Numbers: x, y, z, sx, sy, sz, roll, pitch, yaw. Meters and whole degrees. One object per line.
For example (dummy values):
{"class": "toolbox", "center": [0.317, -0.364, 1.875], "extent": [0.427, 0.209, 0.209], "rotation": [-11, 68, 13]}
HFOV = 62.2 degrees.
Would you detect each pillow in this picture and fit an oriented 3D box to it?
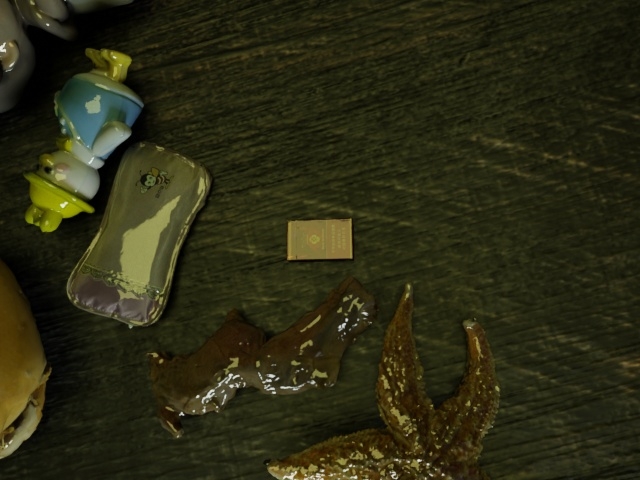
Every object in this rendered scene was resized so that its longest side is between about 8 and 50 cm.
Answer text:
{"class": "pillow", "center": [-0.227, -0.010, 0.674], "extent": [0.131, 0.038, 0.232], "rotation": [19, 82, 7]}

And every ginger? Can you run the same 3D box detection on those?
{"class": "ginger", "center": [-0.065, 0.132, 0.622], "extent": [0.290, 0.084, 0.122], "rotation": [-21, 56, 6]}

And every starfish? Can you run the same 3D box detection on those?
{"class": "starfish", "center": [0.091, 0.218, 0.554], "extent": [0.303, 0.060, 0.299], "rotation": [-27, 87, -18]}

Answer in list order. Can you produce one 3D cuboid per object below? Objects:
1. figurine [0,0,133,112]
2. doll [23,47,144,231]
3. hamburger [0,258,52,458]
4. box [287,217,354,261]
{"class": "figurine", "center": [-0.417, -0.290, 0.672], "extent": [0.381, 0.203, 0.248], "rotation": [-29, 86, -10]}
{"class": "doll", "center": [-0.299, -0.123, 0.671], "extent": [0.135, 0.099, 0.240], "rotation": [23, 83, 6]}
{"class": "hamburger", "center": [-0.482, 0.137, 0.587], "extent": [0.305, 0.174, 0.284], "rotation": [-19, 72, -29]}
{"class": "box", "center": [0.000, 0.000, 0.653], "extent": [0.082, 0.023, 0.051], "rotation": [-2, 80, 6]}
